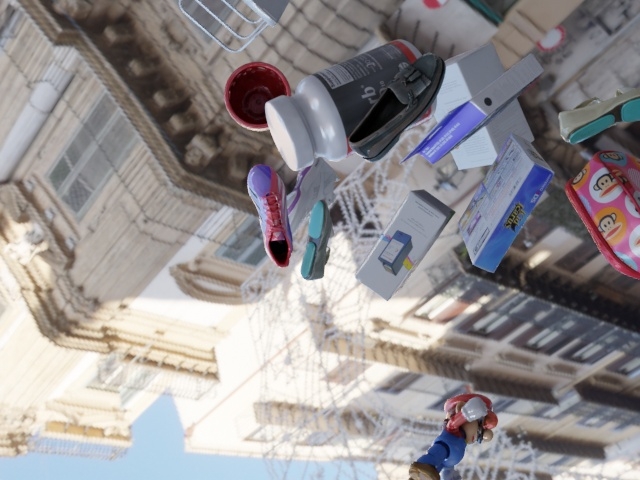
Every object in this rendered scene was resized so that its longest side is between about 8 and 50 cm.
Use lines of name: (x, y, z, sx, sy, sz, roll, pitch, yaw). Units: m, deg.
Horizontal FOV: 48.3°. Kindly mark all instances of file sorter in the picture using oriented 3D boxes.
file sorter: (-0.178, -0.602, 1.660, 0.193, 0.173, 0.277, 38, -131, -22)

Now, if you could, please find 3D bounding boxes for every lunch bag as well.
lunch bag: (0.585, -0.016, 1.235, 0.293, 0.120, 0.258, 14, -139, -31)

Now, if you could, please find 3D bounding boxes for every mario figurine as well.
mario figurine: (0.359, 0.518, 1.802, 0.170, 0.198, 0.320, 48, -125, -1)

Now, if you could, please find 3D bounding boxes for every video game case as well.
video game case: (0.429, -0.093, 1.680, 0.061, 0.269, 0.244, 23, -157, -9)

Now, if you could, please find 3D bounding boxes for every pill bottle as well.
pill bottle: (0.069, -0.310, 1.666, 0.363, 0.210, 0.210, -26, -114, -12)

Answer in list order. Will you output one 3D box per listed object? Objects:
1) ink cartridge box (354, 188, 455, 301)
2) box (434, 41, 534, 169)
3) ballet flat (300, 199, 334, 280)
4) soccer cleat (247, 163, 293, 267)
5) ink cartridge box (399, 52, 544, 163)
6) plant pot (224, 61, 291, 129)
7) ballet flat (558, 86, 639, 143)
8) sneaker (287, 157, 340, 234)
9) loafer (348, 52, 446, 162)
ink cartridge box: (0.174, 0.007, 1.465, 0.093, 0.212, 0.154, 38, -166, 11)
box: (0.498, -0.425, 2.299, 0.168, 0.215, 0.345, -33, -76, -23)
ballet flat: (0.000, 0.000, 1.807, 0.068, 0.213, 0.072, 3, -164, -36)
soccer cleat: (-0.106, -0.054, 1.613, 0.095, 0.083, 0.248, -112, 10, -56)
ink cartridge box: (0.252, -0.205, 1.211, 0.208, 0.206, 0.045, -35, -95, -22)
plant pot: (-0.183, -0.410, 2.087, 0.191, 0.191, 0.174, 44, 177, -4)
ballet flat: (0.641, -0.292, 1.565, 0.086, 0.248, 0.086, -19, -90, -84)
sneaker: (-0.027, -0.123, 2.222, 0.152, 0.114, 0.305, 38, -117, -23)
loafer: (0.160, -0.285, 1.506, 0.084, 0.267, 0.096, 22, -161, -50)
